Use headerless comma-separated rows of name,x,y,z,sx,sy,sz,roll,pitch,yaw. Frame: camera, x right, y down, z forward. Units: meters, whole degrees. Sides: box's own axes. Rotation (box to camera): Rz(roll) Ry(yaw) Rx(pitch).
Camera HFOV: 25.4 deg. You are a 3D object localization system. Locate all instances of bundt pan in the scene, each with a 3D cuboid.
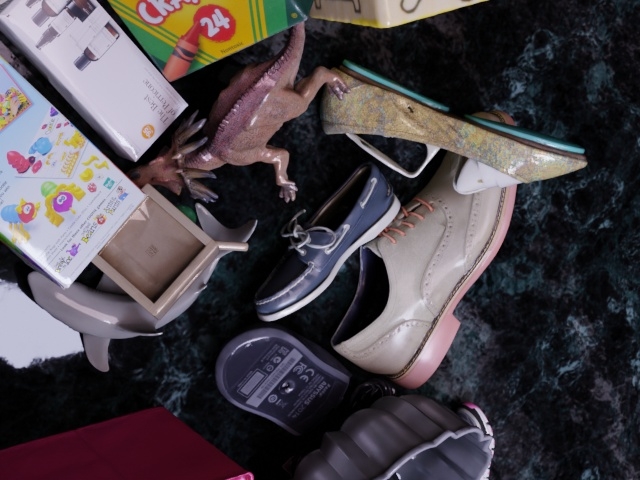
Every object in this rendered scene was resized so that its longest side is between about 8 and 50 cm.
bundt pan,0.068,0.331,1.885,0.330,0.124,0.331,-31,149,-22

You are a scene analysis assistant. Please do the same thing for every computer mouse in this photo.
computer mouse,-0.044,0.191,1.869,0.188,0.072,0.272,-44,126,6

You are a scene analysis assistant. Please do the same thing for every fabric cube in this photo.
fabric cube,-0.232,0.378,1.696,0.259,0.258,0.254,-14,108,-27

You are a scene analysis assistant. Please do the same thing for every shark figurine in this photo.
shark figurine,-0.198,0.075,1.728,0.278,0.116,0.166,-21,114,-23

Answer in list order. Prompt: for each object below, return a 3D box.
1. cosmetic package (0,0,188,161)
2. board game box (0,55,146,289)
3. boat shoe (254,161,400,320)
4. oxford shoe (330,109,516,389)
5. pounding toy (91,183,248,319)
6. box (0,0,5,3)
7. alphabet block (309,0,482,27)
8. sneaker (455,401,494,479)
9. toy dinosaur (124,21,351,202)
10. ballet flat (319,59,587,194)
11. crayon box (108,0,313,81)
cosmetic package,-0.268,-0.208,1.644,0.099,0.060,0.239,-48,121,-11
board game box,-0.355,-0.096,1.571,0.144,0.142,0.275,-51,122,-11
boat shoe,0.000,0.000,1.834,0.254,0.095,0.079,-42,121,-17
oxford shoe,0.143,-0.002,1.897,0.146,0.140,0.397,22,88,-26
pounding toy,-0.177,0.011,1.662,0.130,0.100,0.141,41,83,3
box,-0.441,-0.374,1.462,0.148,0.121,0.311,-30,116,-20
alphabet block,0.090,-0.381,1.734,0.192,0.193,0.197,-18,111,-25
sneaker,0.203,0.318,2.053,0.074,0.063,0.170,-13,113,-34
toy dinosaur,-0.092,-0.148,1.679,0.200,0.127,0.296,-6,135,-53
ballet flat,0.162,-0.124,1.819,0.348,0.123,0.123,20,92,3
crayon box,-0.172,-0.350,1.587,0.318,0.202,0.081,53,32,-28
